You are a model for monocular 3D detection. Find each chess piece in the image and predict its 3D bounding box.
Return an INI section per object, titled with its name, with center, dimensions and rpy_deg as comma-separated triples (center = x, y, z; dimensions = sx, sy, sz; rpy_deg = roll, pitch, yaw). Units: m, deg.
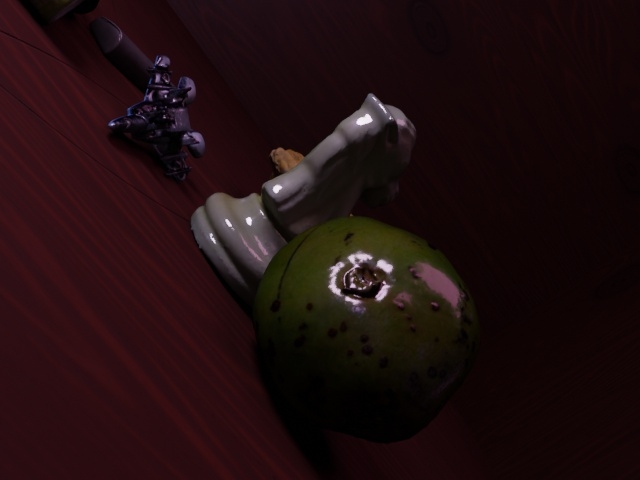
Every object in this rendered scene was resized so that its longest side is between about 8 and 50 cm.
[chess piece]
center = -0.002, -0.052, 0.919
dimensions = 0.175, 0.298, 0.176
rpy_deg = 53, 7, -9

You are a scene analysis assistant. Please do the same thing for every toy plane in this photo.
[toy plane]
center = -0.203, -0.152, 0.915
dimensions = 0.246, 0.078, 0.169
rpy_deg = -75, 159, -80

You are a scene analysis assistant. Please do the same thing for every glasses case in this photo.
[glasses case]
center = -0.291, -0.278, 1.158
dimensions = 0.072, 0.042, 0.190
rpy_deg = 49, 2, 27

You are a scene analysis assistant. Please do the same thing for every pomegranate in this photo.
[pomegranate]
center = 0.048, 0.101, 0.808
dimensions = 0.254, 0.254, 0.270
rpy_deg = 58, -6, 24

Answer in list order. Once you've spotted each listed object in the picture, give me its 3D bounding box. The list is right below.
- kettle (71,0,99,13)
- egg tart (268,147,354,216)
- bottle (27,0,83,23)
[kettle]
center = -0.321, -0.424, 0.966
dimensions = 0.232, 0.144, 0.201
rpy_deg = -20, -91, 65
[egg tart]
center = 0.000, 0.000, 1.364
dimensions = 0.387, 0.169, 0.388
rpy_deg = 53, 2, -2
[bottle]
center = -0.382, -0.408, 0.811
dimensions = 0.330, 0.093, 0.093
rpy_deg = 54, 5, -22
